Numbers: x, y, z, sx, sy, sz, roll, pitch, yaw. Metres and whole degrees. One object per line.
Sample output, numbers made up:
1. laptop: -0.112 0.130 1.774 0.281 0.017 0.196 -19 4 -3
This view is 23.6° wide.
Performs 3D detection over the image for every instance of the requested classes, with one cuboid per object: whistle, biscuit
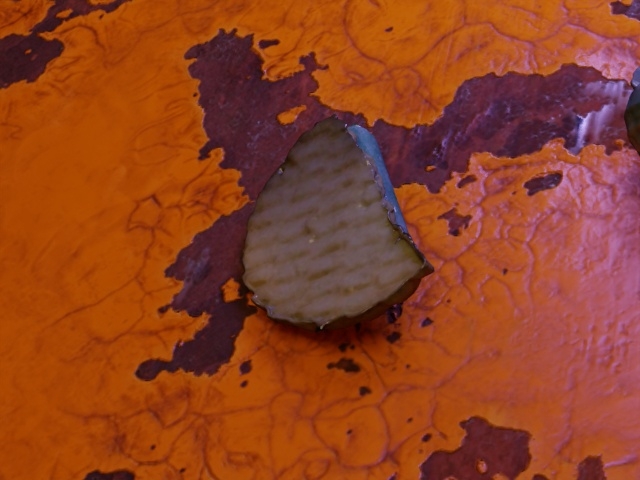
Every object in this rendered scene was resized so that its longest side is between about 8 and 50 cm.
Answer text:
1. whistle: 0.060 -0.051 1.609 0.039 0.039 0.186 -19 47 4
2. biscuit: 0.000 0.000 1.564 0.187 0.036 0.273 -35 44 12

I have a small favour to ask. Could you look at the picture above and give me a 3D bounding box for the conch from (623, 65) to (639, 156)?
1. conch: 0.384 -0.136 1.480 0.220 0.195 0.277 1 72 47
